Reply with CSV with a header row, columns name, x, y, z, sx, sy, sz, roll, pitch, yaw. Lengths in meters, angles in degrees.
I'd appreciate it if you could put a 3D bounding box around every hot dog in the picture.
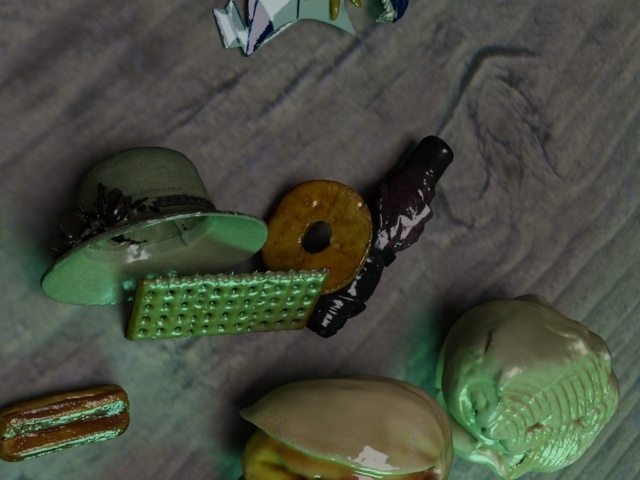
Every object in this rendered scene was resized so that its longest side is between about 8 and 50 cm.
name,x,y,z,sx,sy,sz,roll,pitch,yaw
hot dog,-0.296,0.209,1.146,0.165,0.045,0.071,-9,103,-33

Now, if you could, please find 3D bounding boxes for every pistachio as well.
name,x,y,z,sx,sy,sz,roll,pitch,yaw
pistachio,0.041,0.283,1.293,0.308,0.230,0.230,3,98,-18

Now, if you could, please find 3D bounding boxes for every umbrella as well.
name,x,y,z,sx,sy,sz,roll,pitch,yaw
umbrella,0.081,-0.008,1.335,0.094,0.090,0.326,41,75,-12

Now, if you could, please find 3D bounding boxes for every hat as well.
name,x,y,z,sx,sy,sz,roll,pitch,yaw
hat,-0.197,-0.031,1.099,0.257,0.257,0.130,-6,70,-34

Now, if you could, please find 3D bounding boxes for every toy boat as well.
name,x,y,z,sx,sy,sz,roll,pitch,yaw
toy boat,-0.012,-0.330,1.240,0.291,0.067,0.220,-35,117,-11

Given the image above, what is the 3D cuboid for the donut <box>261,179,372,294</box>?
name,x,y,z,sx,sy,sz,roll,pitch,yaw
donut,0.000,0.000,1.261,0.152,0.152,0.058,-63,163,-7

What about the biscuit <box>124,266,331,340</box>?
name,x,y,z,sx,sy,sz,roll,pitch,yaw
biscuit,-0.112,0.077,1.182,0.231,0.016,0.139,-1,145,-20

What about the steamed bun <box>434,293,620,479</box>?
name,x,y,z,sx,sy,sz,roll,pitch,yaw
steamed bun,0.285,0.199,1.456,0.289,0.203,0.276,8,120,-34
